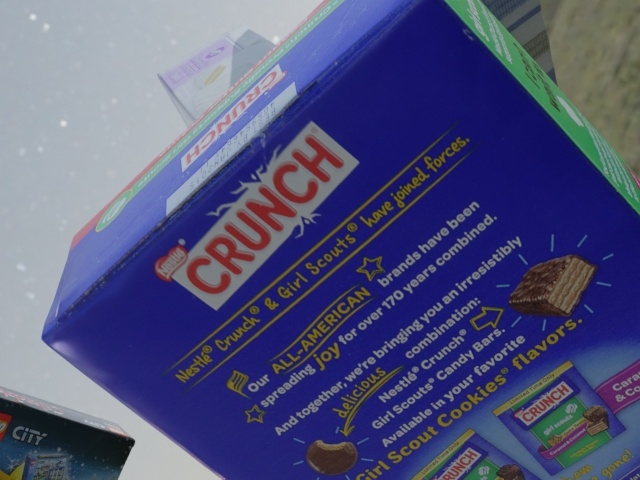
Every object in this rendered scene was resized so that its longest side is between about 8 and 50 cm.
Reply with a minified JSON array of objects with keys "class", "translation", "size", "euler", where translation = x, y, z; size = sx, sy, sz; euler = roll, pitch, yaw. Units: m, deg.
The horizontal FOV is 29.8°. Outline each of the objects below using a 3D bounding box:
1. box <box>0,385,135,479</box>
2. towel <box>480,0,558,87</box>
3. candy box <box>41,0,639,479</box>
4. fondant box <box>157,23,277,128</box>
[{"class":"box","translation":[-0.275,0.185,0.901],"size":[0.044,0.233,0.159],"euler":[20,86,57]},{"class":"towel","translation":[0.178,-0.226,1.331],"size":[0.209,0.034,0.285],"euler":[-39,-57,-33]},{"class":"candy box","translation":[0.056,0.039,0.670],"size":[0.268,0.317,0.122],"euler":[-40,25,16]},{"class":"fondant box","translation":[0.000,0.000,0.992],"size":[0.096,0.330,0.238],"euler":[-30,23,-5]}]
